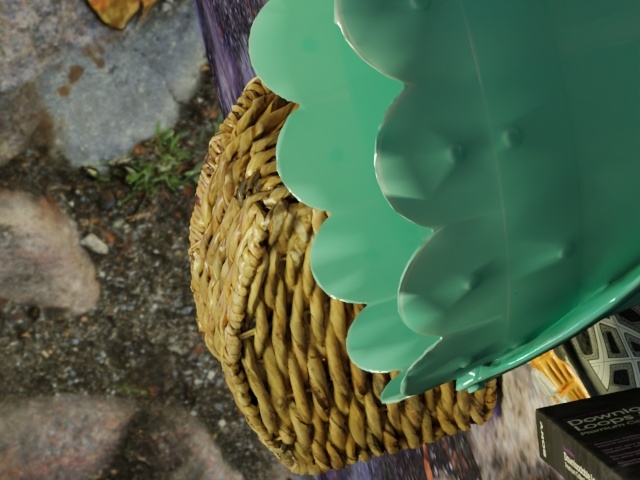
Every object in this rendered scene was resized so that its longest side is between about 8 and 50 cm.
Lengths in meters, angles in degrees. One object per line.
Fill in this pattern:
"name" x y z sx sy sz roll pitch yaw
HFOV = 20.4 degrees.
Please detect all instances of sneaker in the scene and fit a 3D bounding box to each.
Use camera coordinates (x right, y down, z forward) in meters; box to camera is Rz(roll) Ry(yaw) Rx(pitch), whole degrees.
"sneaker" 0.151 0.056 0.942 0.215 0.083 0.084 57 176 0

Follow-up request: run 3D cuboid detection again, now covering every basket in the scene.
"basket" 0.000 0.000 1.341 0.299 0.213 0.223 84 167 -46

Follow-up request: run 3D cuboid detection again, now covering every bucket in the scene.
"bucket" 0.079 -0.082 0.796 0.281 0.183 0.281 164 90 -81

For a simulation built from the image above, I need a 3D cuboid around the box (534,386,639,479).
"box" 0.168 0.090 0.741 0.162 0.116 0.029 -146 47 -77
